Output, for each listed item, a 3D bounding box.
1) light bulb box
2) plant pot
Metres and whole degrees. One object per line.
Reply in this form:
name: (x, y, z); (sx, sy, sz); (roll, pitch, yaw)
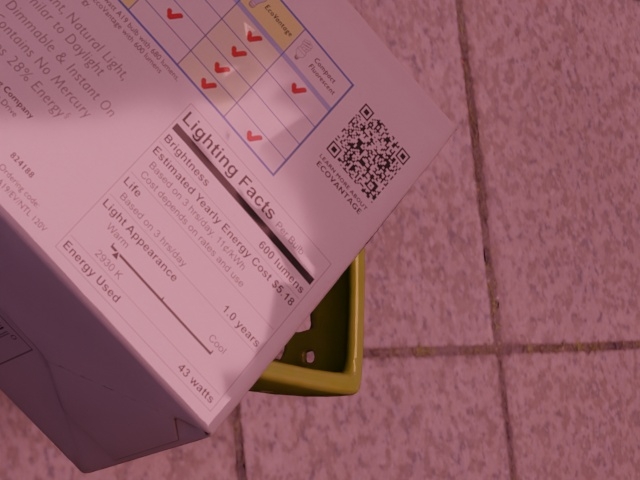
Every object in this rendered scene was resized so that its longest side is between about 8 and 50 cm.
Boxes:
light bulb box: (-0.150, -0.075, 1.547); (0.358, 0.225, 0.361); (49, 57, -13)
plant pot: (-0.106, 0.033, 1.845); (0.227, 0.207, 0.228); (18, 67, -49)
